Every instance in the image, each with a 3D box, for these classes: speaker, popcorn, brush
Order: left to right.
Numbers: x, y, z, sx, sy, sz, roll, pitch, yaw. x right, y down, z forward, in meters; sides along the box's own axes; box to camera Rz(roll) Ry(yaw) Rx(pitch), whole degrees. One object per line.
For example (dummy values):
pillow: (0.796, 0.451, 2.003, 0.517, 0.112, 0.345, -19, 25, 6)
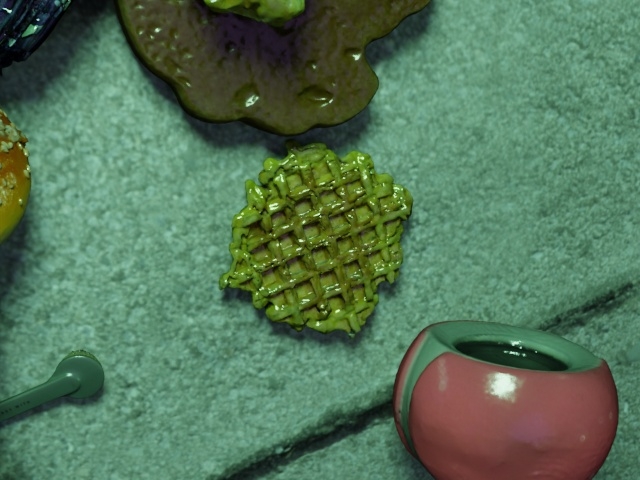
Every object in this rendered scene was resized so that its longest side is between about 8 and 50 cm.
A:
brush: (-0.396, 0.209, 1.038, 0.266, 0.027, 0.062, -23, 114, -7)
popcorn: (-0.075, -0.292, 0.866, 0.126, 0.126, 0.145, -26, 131, 17)
speaker: (0.244, 0.220, 1.112, 0.295, 0.294, 0.294, -6, 110, -18)

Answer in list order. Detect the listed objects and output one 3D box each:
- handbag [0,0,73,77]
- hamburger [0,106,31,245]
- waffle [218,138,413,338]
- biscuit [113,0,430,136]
handbag: (-0.300, -0.295, 0.831, 0.162, 0.113, 0.260, 38, 93, -6)
hamburger: (-0.405, -0.068, 0.843, 0.237, 0.147, 0.236, 9, 72, -29)
waffle: (-0.001, -0.001, 1.093, 0.245, 0.052, 0.254, 19, 99, -23)
biscuit: (-0.045, -0.298, 0.964, 0.381, 0.074, 0.358, -7, 110, -20)
